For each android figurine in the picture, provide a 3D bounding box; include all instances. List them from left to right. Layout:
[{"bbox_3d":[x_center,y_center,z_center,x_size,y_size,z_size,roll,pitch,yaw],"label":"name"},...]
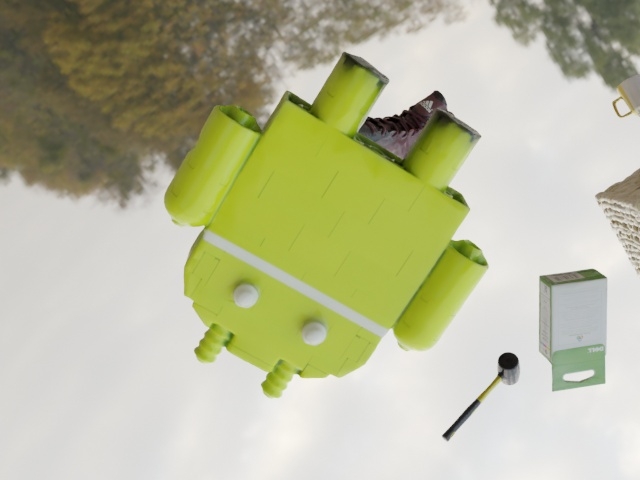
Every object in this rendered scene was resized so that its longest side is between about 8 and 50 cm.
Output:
[{"bbox_3d":[0.000,0.000,0.775,0.272,0.248,0.056,-56,-169,14],"label":"android figurine"}]

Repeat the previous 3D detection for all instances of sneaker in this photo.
[{"bbox_3d":[0.120,-0.194,1.615,0.162,0.281,0.106,-48,-127,18],"label":"sneaker"}]

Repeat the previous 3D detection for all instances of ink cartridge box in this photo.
[{"bbox_3d":[0.461,0.163,1.814,0.109,0.209,0.062,-7,-164,-10],"label":"ink cartridge box"}]

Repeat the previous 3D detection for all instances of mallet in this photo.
[{"bbox_3d":[0.274,0.273,1.689,0.039,0.062,0.189,35,-104,32],"label":"mallet"}]

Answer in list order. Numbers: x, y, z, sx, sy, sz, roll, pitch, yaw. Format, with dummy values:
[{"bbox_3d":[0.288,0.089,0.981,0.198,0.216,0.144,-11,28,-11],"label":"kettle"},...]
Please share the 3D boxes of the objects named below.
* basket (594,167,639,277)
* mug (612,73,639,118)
[{"bbox_3d":[0.713,-0.039,1.753,0.331,0.266,0.328,-30,-177,5],"label":"basket"},{"bbox_3d":[0.580,-0.258,1.812,0.062,0.064,0.078,-13,161,-15],"label":"mug"}]
